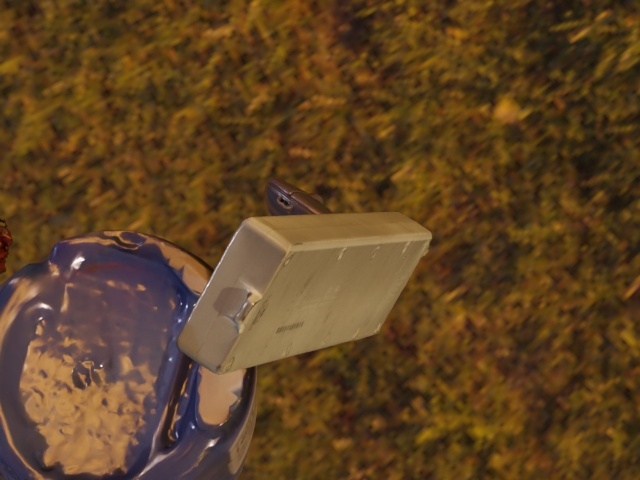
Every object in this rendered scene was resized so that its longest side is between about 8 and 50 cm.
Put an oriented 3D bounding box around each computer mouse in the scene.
[{"bbox_3d":[0.001,-0.001,2.082,0.120,0.057,0.232,36,165,33],"label":"computer mouse"}]

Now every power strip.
[{"bbox_3d":[0.000,0.032,1.291,0.043,0.367,0.106,34,102,16],"label":"power strip"}]

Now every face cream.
[{"bbox_3d":[-0.180,0.134,1.519,0.249,0.249,0.225,42,163,12],"label":"face cream"}]

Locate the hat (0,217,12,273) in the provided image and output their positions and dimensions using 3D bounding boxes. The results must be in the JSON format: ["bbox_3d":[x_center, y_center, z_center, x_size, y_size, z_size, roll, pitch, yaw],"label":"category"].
[{"bbox_3d":[-0.453,-0.015,1.826,0.286,0.237,0.107,16,96,18],"label":"hat"}]
